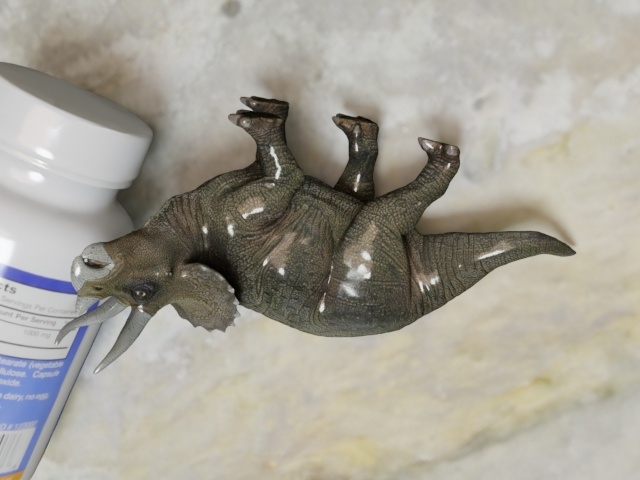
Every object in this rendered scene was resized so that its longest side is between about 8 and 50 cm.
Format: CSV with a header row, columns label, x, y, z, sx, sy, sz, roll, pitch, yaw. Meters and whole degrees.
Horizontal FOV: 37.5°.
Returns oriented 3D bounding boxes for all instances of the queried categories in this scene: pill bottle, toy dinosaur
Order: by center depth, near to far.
label,x,y,z,sx,sy,sz,roll,pitch,yaw
toy dinosaur,0.000,0.000,0.610,0.314,0.121,0.160,8,106,-16
pill bottle,-0.217,0.027,0.634,0.152,0.152,0.272,28,101,9
